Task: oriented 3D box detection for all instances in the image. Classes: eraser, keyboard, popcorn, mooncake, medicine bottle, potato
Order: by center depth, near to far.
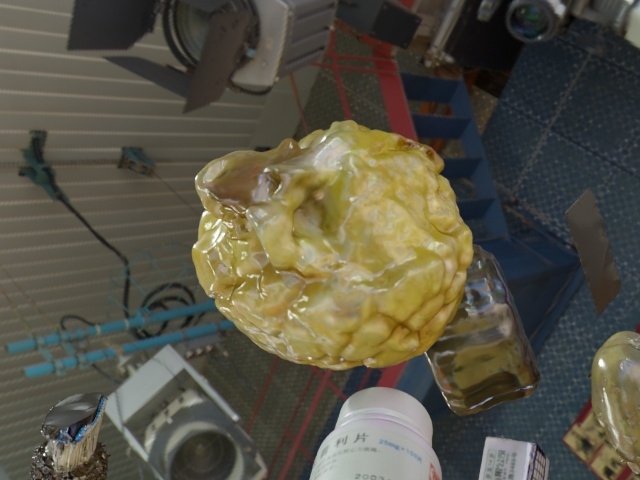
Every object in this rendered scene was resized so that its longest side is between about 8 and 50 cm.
[{"bbox_3d":[0.067,0.322,0.921,0.293,0.170,0.170,-64,-5,-63],"label":"medicine bottle"},{"bbox_3d":[0.017,0.011,1.062,0.344,0.390,0.354,-46,-7,-45],"label":"popcorn"},{"bbox_3d":[0.417,0.019,1.125,0.074,0.015,0.196,-38,-64,-22],"label":"keyboard"},{"bbox_3d":[0.292,0.465,1.153,0.130,0.086,0.287,46,-128,-48],"label":"eraser"},{"bbox_3d":[0.262,0.146,1.260,0.161,0.290,0.290,-19,-29,14],"label":"mooncake"},{"bbox_3d":[0.616,0.328,1.440,0.141,0.296,0.192,-17,-4,35],"label":"potato"}]

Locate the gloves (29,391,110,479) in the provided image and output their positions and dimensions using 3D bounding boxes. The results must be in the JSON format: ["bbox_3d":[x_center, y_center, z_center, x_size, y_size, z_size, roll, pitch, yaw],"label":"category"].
[{"bbox_3d":[-0.435,0.430,1.260,0.135,0.210,0.312,11,-78,-27],"label":"gloves"}]
